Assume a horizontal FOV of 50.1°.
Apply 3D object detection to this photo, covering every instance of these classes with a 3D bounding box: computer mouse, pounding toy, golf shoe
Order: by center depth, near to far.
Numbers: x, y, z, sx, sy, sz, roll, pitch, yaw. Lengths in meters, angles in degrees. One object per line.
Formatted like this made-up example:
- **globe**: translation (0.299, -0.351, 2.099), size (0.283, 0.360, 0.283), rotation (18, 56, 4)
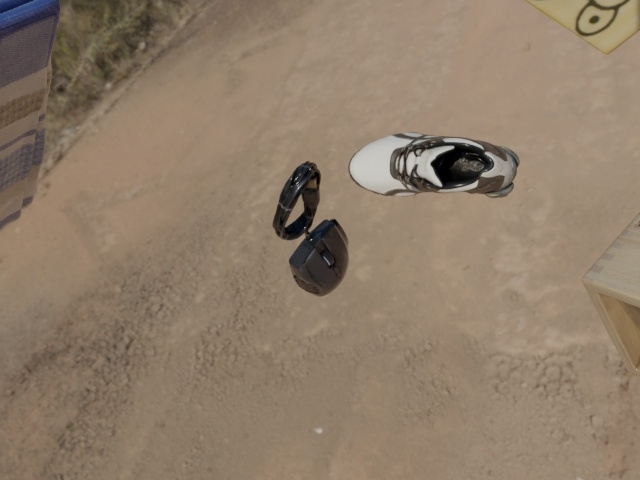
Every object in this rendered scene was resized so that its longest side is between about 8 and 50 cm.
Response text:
- **pounding toy**: translation (0.304, 0.047, 0.481), size (0.094, 0.181, 0.206), rotation (-44, 31, -12)
- **computer mouse**: translation (0.000, 0.000, 0.626), size (0.041, 0.242, 0.071), rotation (38, 79, 17)
- **golf shoe**: translation (0.113, -0.088, 0.754), size (0.198, 0.094, 0.077), rotation (2, 89, 27)

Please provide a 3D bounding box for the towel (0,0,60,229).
- **towel**: translation (-0.284, -0.048, 0.488), size (0.209, 0.034, 0.285), rotation (-44, -2, -38)

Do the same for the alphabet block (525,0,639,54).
- **alphabet block**: translation (0.358, -0.389, 0.840), size (0.197, 0.192, 0.193), rotation (-39, 33, 48)
